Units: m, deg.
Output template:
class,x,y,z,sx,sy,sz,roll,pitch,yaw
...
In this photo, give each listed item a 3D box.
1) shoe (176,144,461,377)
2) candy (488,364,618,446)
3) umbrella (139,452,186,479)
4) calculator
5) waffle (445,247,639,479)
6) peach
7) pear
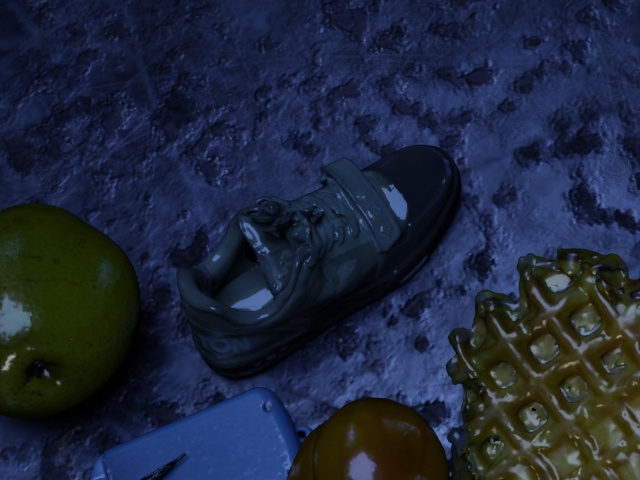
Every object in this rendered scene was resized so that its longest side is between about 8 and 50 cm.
class,x,y,z,sx,sy,sz,roll,pitch,yaw
shoe,-0.002,-0.002,1.475,0.293,0.149,0.109,-39,64,-5
candy,0.264,0.106,1.420,0.336,0.092,0.093,-29,100,6
umbrella,-0.164,0.222,1.440,0.122,0.013,0.022,-34,43,-4
calculator,-0.102,0.209,1.462,0.210,0.039,0.121,-24,65,0
waffle,0.231,0.141,1.367,0.281,0.060,0.262,9,90,19
peach,0.041,0.197,1.388,0.138,0.138,0.138,-4,66,10
pear,-0.255,0.066,1.485,0.198,0.198,0.198,-4,66,10
